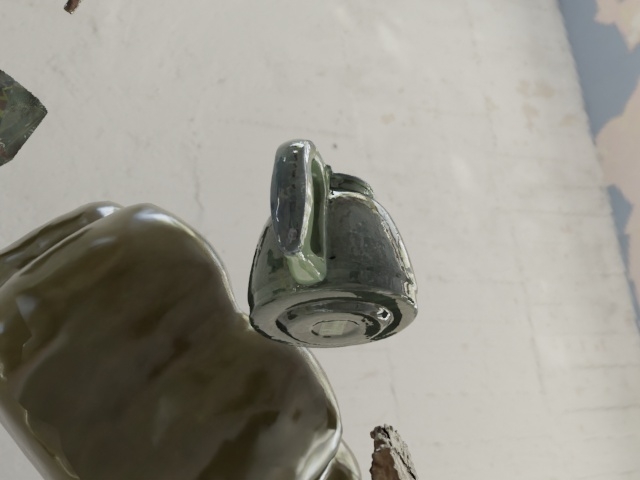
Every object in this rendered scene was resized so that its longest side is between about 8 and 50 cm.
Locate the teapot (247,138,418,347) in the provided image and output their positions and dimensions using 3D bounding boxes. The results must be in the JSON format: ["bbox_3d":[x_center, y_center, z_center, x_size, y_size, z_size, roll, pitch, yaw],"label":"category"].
[{"bbox_3d":[-0.006,0.004,0.647,0.149,0.111,0.108,23,-127,-42],"label":"teapot"}]

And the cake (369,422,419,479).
[{"bbox_3d":[0.065,0.283,0.709,0.116,0.113,0.295,56,-157,-73],"label":"cake"}]

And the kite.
[{"bbox_3d":[-0.423,-0.183,1.099,0.245,0.141,0.015,51,180,-4],"label":"kite"}]

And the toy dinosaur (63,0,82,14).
[{"bbox_3d":[-0.277,-0.288,0.613,0.327,0.207,0.113,41,-103,-33],"label":"toy dinosaur"}]

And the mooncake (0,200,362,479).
[{"bbox_3d":[-0.179,0.173,1.046,0.262,0.467,0.467,-40,-78,-18],"label":"mooncake"}]
